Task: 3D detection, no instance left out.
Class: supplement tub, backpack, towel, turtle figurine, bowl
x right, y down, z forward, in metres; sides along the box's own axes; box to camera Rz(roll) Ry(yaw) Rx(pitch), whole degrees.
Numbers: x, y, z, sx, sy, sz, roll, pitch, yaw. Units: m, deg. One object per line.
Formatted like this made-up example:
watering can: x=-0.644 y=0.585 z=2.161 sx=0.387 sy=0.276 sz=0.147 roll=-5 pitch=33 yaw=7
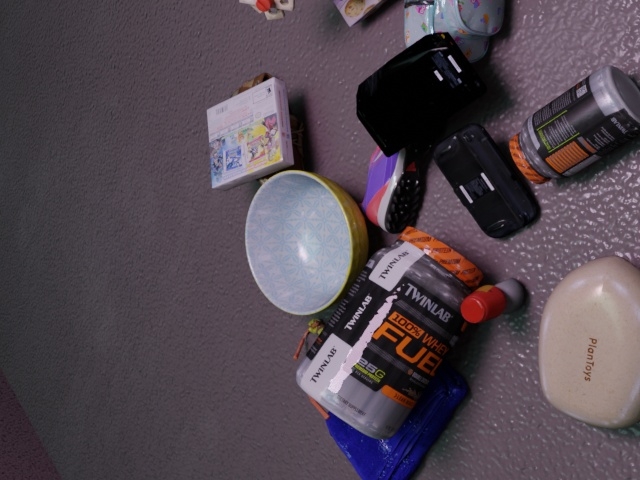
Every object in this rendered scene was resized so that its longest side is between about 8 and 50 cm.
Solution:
supplement tub: x=0.395 y=-0.172 z=1.171 sx=0.190 sy=0.117 sz=0.116 roll=-34 pitch=68 yaw=40
supplement tub: x=0.126 y=0.157 z=1.327 sx=0.207 sy=0.207 sz=0.337 roll=31 pitch=87 yaw=40
backpack: x=0.226 y=-0.392 z=1.295 sx=0.144 sy=0.166 sz=0.188 roll=19 pitch=109 yaw=48
towel: x=0.132 y=0.324 z=1.483 sx=0.227 sy=0.076 sz=0.308 roll=46 pitch=122 yaw=32
turtle figurine: x=0.040 y=0.222 z=1.549 sx=0.217 sy=0.087 sz=0.269 roll=-59 pitch=22 yaw=22
bowl: x=0.000 y=0.000 z=1.537 sx=0.290 sy=0.156 sz=0.289 roll=5 pitch=98 yaw=42

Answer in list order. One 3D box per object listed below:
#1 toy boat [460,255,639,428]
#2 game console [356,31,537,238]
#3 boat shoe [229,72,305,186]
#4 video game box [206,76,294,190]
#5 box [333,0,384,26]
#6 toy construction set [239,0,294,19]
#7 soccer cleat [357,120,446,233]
toy boat: x=0.385 y=0.132 z=1.195 sx=0.318 sy=0.148 sz=0.267 roll=20 pitch=111 yaw=35
game console: x=0.222 y=-0.157 z=1.290 sx=0.213 sy=0.044 sz=0.361 roll=-31 pitch=97 yaw=39
boat shoe: x=-0.100 y=-0.228 z=1.658 sx=0.120 sy=0.123 sz=0.323 roll=-40 pitch=66 yaw=35
video game box: x=-0.151 y=-0.220 z=1.602 sx=0.205 sy=0.048 sz=0.186 roll=-16 pitch=70 yaw=36
box: x=0.151 y=-0.511 z=1.400 sx=0.324 sy=0.063 sz=0.067 roll=-28 pitch=99 yaw=48
toy construction set: x=-0.022 y=-0.550 z=1.408 sx=0.151 sy=0.215 sz=0.327 roll=129 pitch=161 yaw=-64
soccer cleat: x=0.148 y=-0.175 z=1.428 sx=0.116 sy=0.109 sz=0.318 roll=32 pitch=116 yaw=43
